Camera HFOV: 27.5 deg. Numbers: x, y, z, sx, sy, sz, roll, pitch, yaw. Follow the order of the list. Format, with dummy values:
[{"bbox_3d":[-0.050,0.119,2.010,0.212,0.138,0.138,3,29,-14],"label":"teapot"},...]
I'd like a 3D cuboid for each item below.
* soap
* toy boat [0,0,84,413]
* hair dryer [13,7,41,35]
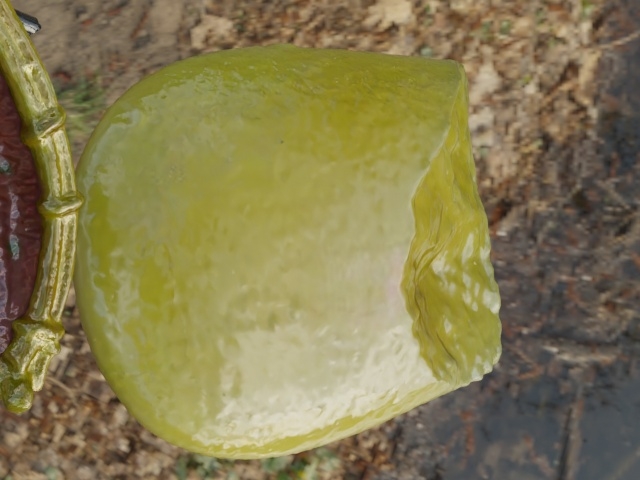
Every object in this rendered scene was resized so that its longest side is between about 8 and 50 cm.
[{"bbox_3d":[0.002,0.000,1.009,0.427,0.115,0.306,-11,98,-39],"label":"soap"},{"bbox_3d":[-0.208,-0.064,0.679,0.141,0.099,0.318,-19,113,-1],"label":"toy boat"},{"bbox_3d":[-0.190,-0.135,0.738,0.083,0.026,0.047,19,82,-48],"label":"hair dryer"}]
